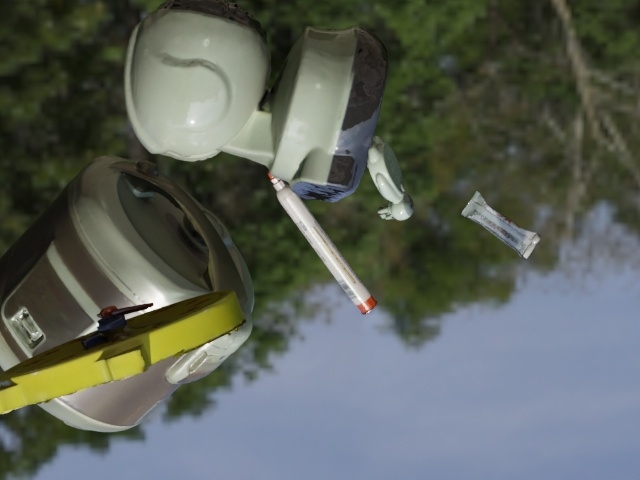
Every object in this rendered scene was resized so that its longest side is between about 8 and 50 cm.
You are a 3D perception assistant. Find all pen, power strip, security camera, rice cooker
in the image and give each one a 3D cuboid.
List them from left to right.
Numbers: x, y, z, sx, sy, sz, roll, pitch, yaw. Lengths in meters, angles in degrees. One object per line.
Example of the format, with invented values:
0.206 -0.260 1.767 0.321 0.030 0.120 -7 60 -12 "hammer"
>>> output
-0.276 0.071 2.548 0.335 0.325 0.335 41 -160 -19 "rice cooker"
-0.078 -0.163 1.983 0.277 0.191 0.197 13 176 -4 "security camera"
0.000 0.000 2.217 0.026 0.218 0.026 -33 -164 11 "pen"
0.059 -0.055 1.698 0.035 0.083 0.055 -17 -156 20 "power strip"

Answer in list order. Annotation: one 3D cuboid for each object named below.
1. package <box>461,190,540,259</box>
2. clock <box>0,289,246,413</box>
0.224 -0.019 2.251 0.110 0.037 0.015 34 175 -23 "package"
-0.224 0.108 2.001 0.277 0.071 0.293 -18 -177 22 "clock"
